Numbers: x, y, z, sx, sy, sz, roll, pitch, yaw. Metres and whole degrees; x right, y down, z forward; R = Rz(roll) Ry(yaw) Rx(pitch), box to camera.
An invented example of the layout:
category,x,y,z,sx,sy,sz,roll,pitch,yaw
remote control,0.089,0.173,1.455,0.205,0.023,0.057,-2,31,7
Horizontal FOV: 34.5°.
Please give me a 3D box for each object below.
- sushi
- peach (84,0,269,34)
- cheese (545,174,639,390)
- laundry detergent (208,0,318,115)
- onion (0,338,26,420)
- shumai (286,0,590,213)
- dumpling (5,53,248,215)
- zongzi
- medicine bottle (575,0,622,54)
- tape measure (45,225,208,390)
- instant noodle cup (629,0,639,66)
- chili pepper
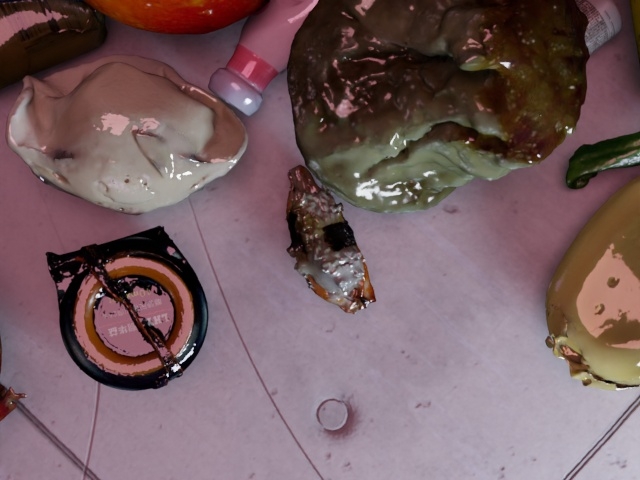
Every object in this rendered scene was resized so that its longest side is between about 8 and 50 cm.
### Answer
category,x,y,z,sx,sy,sz,roll,pitch,yaw
sushi,-0.001,0.000,1.432,0.097,0.103,0.226,-24,78,-3
peach,-0.196,-0.453,1.344,0.389,0.388,0.388,0,85,1
cheese,0.449,0.073,1.413,0.316,0.128,0.259,-41,78,-9
laundry detergent,-0.033,-0.328,1.439,0.088,0.159,0.335,34,91,-26
onion,-0.571,0.181,1.323,0.354,0.353,0.353,0,85,1
shumai,0.171,-0.211,1.298,0.324,0.323,0.397,24,88,-31
dumpling,-0.268,-0.159,1.440,0.318,0.187,0.242,3,47,-11
zongzi,-0.467,-0.361,1.461,0.260,0.123,0.289,-27,81,-6
medicine bottle,0.351,-0.288,1.461,0.140,0.079,0.079,-37,86,-2
tape measure,-0.258,0.098,1.413,0.202,0.135,0.222,-17,87,-11
instant noodle cup,0.552,-0.331,1.361,0.326,0.325,0.254,-2,94,0
chili pepper,0.464,-0.138,1.443,0.257,0.100,0.074,-16,87,2
